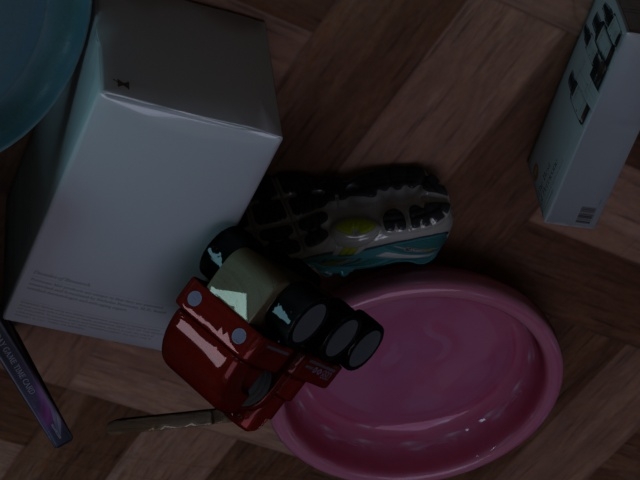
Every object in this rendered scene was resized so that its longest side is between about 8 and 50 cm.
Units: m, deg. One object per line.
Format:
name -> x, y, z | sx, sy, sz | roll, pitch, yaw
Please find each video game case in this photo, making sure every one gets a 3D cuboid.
video game case -> -0.336, 0.060, 1.665 | 0.026, 0.196, 0.274 | -29, 134, -9

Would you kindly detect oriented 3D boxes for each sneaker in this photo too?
sneaker -> 0.000, 0.000, 1.722 | 0.275, 0.107, 0.110 | -3, 142, -5

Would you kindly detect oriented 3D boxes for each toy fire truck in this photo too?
toy fire truck -> -0.095, 0.120, 1.580 | 0.246, 0.158, 0.217 | -53, 155, 3

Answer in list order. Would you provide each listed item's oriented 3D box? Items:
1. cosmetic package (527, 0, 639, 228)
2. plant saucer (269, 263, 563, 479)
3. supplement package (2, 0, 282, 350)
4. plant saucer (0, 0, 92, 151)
cosmetic package -> 0.270, -0.132, 1.633 | 0.060, 0.099, 0.239 | 8, 131, -12
plant saucer -> 0.102, 0.142, 1.878 | 0.332, 0.084, 0.332 | -4, 133, -4
supplement package -> -0.174, -0.065, 1.577 | 0.175, 0.177, 0.293 | 13, 131, -20
plant saucer -> -0.335, -0.215, 1.390 | 0.318, 0.044, 0.317 | -9, 104, -37
